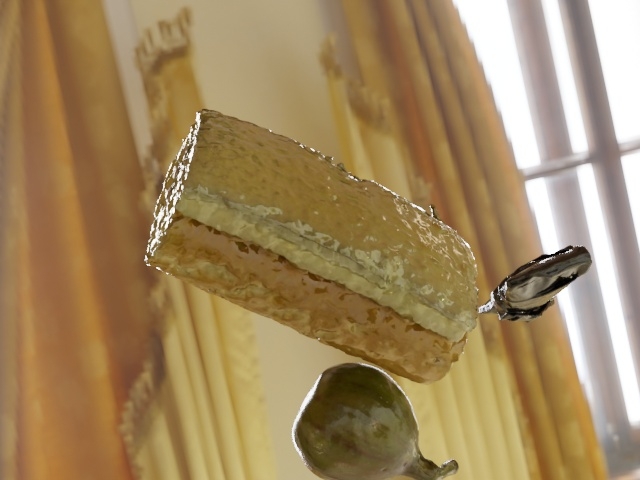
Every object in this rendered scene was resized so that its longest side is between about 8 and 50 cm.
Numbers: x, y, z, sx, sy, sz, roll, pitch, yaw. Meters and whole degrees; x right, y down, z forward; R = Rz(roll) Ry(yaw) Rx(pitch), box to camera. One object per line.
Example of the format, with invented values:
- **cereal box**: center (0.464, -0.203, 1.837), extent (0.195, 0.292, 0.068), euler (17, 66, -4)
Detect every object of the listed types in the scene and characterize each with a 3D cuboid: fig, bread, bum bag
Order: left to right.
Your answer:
- **bread**: center (0.000, 0.000, 1.493), extent (0.375, 0.165, 0.236), euler (26, -152, -11)
- **fig**: center (0.056, 0.238, 1.526), extent (0.142, 0.186, 0.148), euler (-43, 163, -14)
- **bum bag**: center (0.293, 0.068, 1.783), extent (0.123, 0.060, 0.248), euler (-19, 161, -6)
